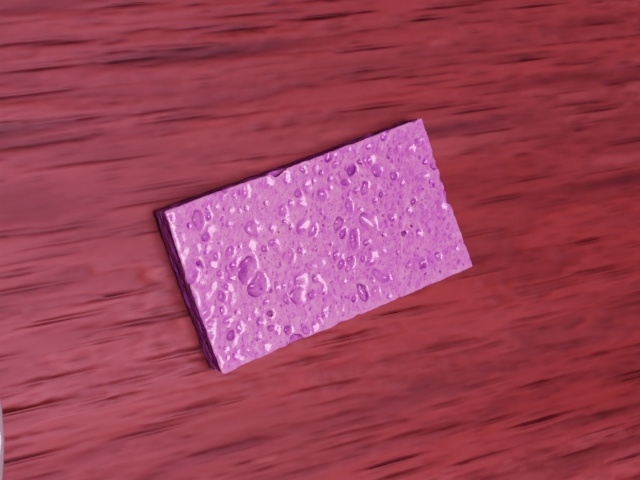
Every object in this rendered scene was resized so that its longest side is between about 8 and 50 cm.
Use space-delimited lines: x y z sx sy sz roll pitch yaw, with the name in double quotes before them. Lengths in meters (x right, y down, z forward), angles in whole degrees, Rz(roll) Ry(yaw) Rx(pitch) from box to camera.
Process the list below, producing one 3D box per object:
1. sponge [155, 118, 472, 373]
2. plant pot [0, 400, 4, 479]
"sponge" 0.000 0.000 0.832 0.210 0.031 0.117 -22 98 -24
"plant pot" -0.320 0.093 0.568 0.293 0.235 0.293 1 88 -25
